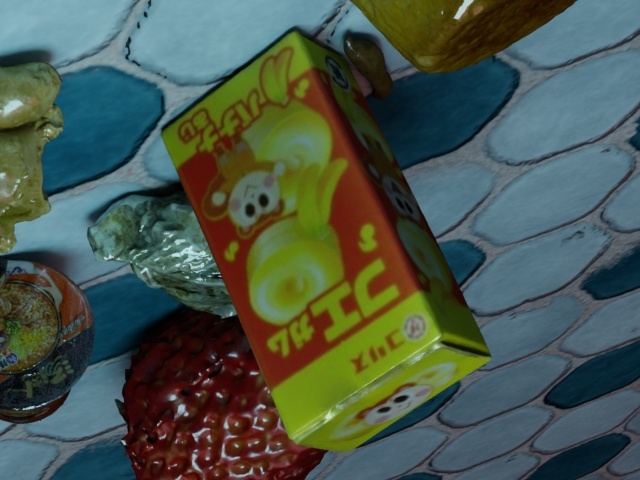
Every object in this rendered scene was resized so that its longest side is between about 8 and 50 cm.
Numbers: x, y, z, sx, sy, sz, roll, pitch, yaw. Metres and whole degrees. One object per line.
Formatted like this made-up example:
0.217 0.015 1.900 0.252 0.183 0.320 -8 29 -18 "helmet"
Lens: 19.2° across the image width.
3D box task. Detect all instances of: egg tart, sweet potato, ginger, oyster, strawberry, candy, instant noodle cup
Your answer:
0.087 -0.212 1.160 0.215 0.171 0.215 -31 170 -6 "egg tart"
0.041 -0.132 1.454 0.026 0.026 0.115 -27 156 6 "sweet potato"
-0.261 -0.043 1.280 0.205 0.081 0.115 -22 144 -6 "ginger"
-0.050 0.000 1.559 0.198 0.112 0.267 -12 170 25 "oyster"
-0.057 0.142 1.690 0.244 0.205 0.205 -27 159 34 "strawberry"
0.000 0.000 1.377 0.146 0.276 0.088 -36 152 20 "candy"
-0.246 0.094 1.537 0.127 0.127 0.136 -19 165 -13 "instant noodle cup"
